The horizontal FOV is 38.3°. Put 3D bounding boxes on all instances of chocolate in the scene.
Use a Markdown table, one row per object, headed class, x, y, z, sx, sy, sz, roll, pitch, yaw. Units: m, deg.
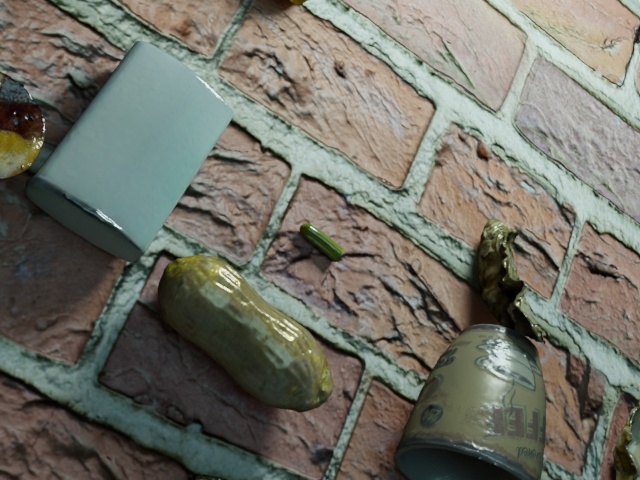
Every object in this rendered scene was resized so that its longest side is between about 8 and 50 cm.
| class | x | y | z | sx | sy | sz | roll | pitch | yaw |
| --- | --- | --- | --- | --- | --- | --- | --- | --- | --- |
| chocolate | -0.111 | 0.138 | 1.364 | 0.309 | 0.134 | 0.134 | 41 | 60 | -10 |

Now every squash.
| class | x | y | z | sx | sy | sz | roll | pitch | yaw |
| --- | --- | --- | --- | --- | --- | --- | --- | --- | --- |
| squash | 0.000 | 0.000 | 1.522 | 0.083 | 0.027 | 0.027 | 40 | 60 | -14 |

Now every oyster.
| class | x | y | z | sx | sy | sz | roll | pitch | yaw |
| --- | --- | --- | --- | --- | --- | --- | --- | --- | --- |
| oyster | 0.624 | 0.479 | 1.707 | 0.166 | 0.110 | 0.341 | -20 | 84 | -38 |
| oyster | 0.325 | 0.082 | 1.592 | 0.094 | 0.294 | 0.166 | -12 | 110 | 7 |

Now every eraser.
| class | x | y | z | sx | sy | sz | roll | pitch | yaw |
| --- | --- | --- | --- | --- | --- | --- | --- | --- | --- |
| eraser | -0.273 | -0.132 | 1.355 | 0.189 | 0.104 | 0.290 | 36 | 61 | -12 |

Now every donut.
| class | x | y | z | sx | sy | sz | roll | pitch | yaw |
| --- | --- | --- | --- | --- | --- | --- | --- | --- | --- |
| donut | -0.475 | -0.157 | 1.262 | 0.184 | 0.073 | 0.166 | 17 | 69 | -24 |

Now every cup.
| class | x | y | z | sx | sy | sz | roll | pitch | yaw |
| --- | --- | --- | --- | --- | --- | --- | --- | --- | --- |
| cup | 0.283 | 0.300 | 1.513 | 0.301 | 0.227 | 0.257 | 56 | 48 | -40 |

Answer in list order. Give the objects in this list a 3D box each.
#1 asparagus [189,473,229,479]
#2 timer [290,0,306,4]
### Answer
| class | x | y | z | sx | sy | sz | roll | pitch | yaw |
| --- | --- | --- | --- | --- | --- | --- | --- | --- | --- |
| asparagus | -0.120 | 0.373 | 1.347 | 0.165 | 0.030 | 0.036 | 24 | 76 | -23 |
| timer | -0.055 | -0.457 | 1.593 | 0.107 | 0.109 | 0.107 | 41 | 37 | -40 |
